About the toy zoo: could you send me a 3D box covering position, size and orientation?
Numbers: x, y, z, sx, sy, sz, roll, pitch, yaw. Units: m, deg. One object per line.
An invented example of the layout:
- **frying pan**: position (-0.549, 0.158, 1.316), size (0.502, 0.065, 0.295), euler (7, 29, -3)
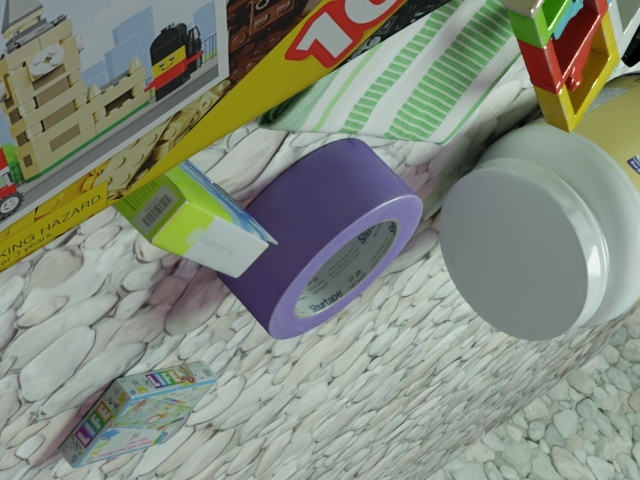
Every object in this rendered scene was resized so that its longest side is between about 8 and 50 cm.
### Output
- **toy zoo**: position (0.246, -0.219, 1.192), size (0.192, 0.030, 0.293), euler (-58, 155, -8)

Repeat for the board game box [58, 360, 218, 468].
- **board game box**: position (-0.180, 0.173, 1.331), size (0.103, 0.026, 0.154), euler (-50, 160, 20)

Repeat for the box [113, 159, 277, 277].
- **box**: position (-0.104, -0.031, 0.911), size (0.042, 0.109, 0.178), euler (-48, 161, 4)

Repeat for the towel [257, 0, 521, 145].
- **towel**: position (0.107, -0.177, 1.132), size (0.248, 0.038, 0.325), euler (-49, 161, 21)

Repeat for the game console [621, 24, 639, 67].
- **game console**: position (0.446, -0.338, 1.458), size (0.213, 0.044, 0.361), euler (-27, 156, -39)

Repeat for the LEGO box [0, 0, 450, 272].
- **LEGO box**: position (-0.110, -0.179, 0.446), size (0.500, 0.193, 0.372), euler (-34, 160, -24)

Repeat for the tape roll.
- **tape roll**: position (0.000, 0.000, 1.237), size (0.189, 0.080, 0.189), euler (-37, 161, -15)

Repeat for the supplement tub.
- **supplement tub**: position (0.319, -0.043, 1.534), size (0.331, 0.241, 0.241), euler (-28, 157, -38)
